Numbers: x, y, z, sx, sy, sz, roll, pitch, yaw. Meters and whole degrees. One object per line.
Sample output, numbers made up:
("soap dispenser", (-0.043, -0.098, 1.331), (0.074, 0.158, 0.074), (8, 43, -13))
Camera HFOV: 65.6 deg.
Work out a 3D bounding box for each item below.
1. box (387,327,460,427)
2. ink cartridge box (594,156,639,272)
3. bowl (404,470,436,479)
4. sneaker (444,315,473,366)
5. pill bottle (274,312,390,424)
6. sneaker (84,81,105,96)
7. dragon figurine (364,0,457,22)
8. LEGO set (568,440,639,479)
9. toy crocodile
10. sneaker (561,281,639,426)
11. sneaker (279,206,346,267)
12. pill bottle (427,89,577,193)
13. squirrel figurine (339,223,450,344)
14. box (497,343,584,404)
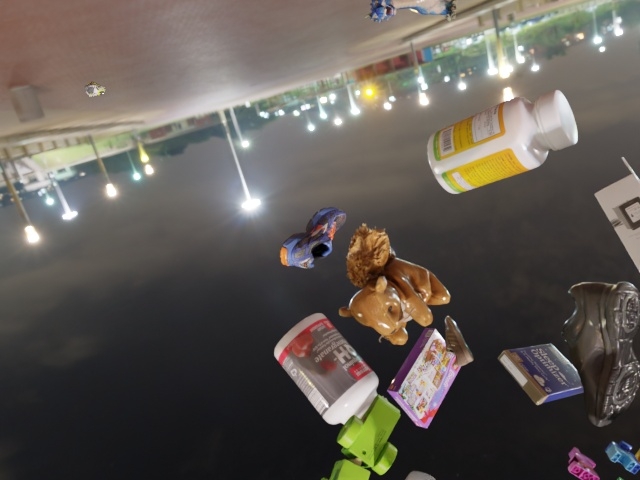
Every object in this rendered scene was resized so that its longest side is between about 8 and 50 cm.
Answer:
("box", (0.384, 0.495, 1.808), (0.293, 0.201, 0.057), (-49, -159, -29))
("ink cartridge box", (0.469, -0.023, 0.726), (0.060, 0.104, 0.180), (-35, -136, 32))
("bowl", (0.186, 0.486, 0.869), (0.053, 0.142, 0.142), (-7, 163, 19))
("sneaker", (0.440, 0.335, 1.658), (0.071, 0.066, 0.188), (-32, -144, 13))
("pill bottle", (0.038, 0.360, 1.299), (0.176, 0.318, 0.176), (-37, 158, -17))
("sneaker", (-0.597, -0.397, 1.298), (0.031, 0.035, 0.083), (-56, -176, 12))
("dragon figurine", (0.142, -0.396, 0.786), (0.144, 0.085, 0.289), (8, -150, 7))
("LEGO set", (0.564, 0.417, 0.897), (0.227, 0.087, 0.093), (30, -164, 4))
("toy crocodile", (0.061, 0.474, 1.010), (0.341, 0.115, 0.105), (-57, 180, -30))
("sneaker", (0.545, 0.217, 0.979), (0.109, 0.286, 0.130), (3, -177, -31))
("sneaker", (0.000, 0.000, 1.191), (0.087, 0.083, 0.221), (24, -130, 26))
("pill bottle", (0.343, -0.188, 0.948), (0.245, 0.136, 0.136), (-18, -169, 42))
("squirrel figurine", (0.187, 0.155, 1.637), (0.281, 0.397, 0.370), (-38, 162, 27))
("box", (0.549, 0.313, 1.192), (0.225, 0.037, 0.136), (2, -144, -33))
